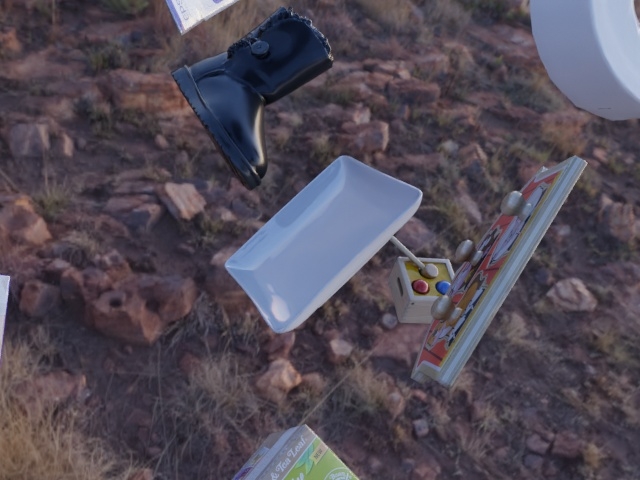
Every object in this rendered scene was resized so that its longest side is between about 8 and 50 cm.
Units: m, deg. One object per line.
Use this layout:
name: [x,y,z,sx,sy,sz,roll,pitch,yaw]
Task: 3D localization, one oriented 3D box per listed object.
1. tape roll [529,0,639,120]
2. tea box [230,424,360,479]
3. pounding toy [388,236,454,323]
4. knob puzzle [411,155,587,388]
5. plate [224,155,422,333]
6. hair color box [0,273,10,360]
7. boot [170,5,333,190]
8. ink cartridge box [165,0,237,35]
tape roll: [0.402,-0.298,0.853,0.286,0.286,0.100,-6,8,-25]
tea box: [-0.065,0.636,1.469,0.323,0.220,0.329,46,56,-3]
pounding toy: [0.195,0.076,1.330,0.130,0.100,0.141,3,45,-15]
knob puzzle: [0.116,0.021,0.525,0.030,0.213,0.213,32,44,4]
plate: [0.000,0.000,1.034,0.278,0.045,0.277,-44,28,-4]
hair color box: [-0.457,0.193,0.726,0.185,0.110,0.338,15,67,-42]
boot: [-0.070,-0.204,0.920,0.207,0.094,0.246,-31,54,-3]
ink cartridge box: [-0.111,-0.340,0.717,0.065,0.165,0.332,-5,31,31]
